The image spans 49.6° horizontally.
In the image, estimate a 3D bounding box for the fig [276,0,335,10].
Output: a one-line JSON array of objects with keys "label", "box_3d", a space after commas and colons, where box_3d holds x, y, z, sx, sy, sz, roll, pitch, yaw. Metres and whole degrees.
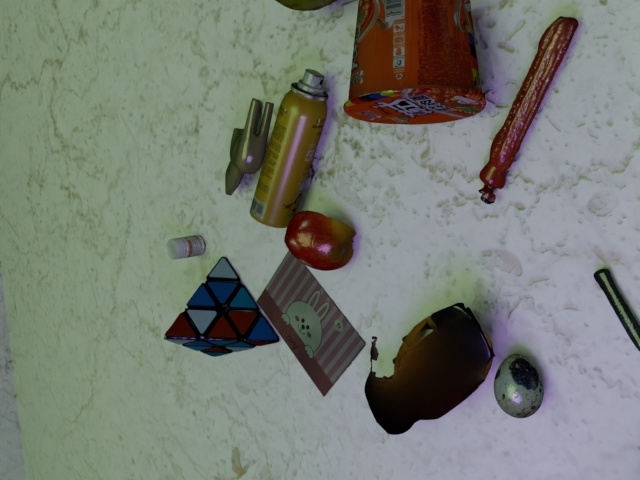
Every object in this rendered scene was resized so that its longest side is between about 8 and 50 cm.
[{"label": "fig", "box_3d": [-0.036, -0.585, 1.406, 0.314, 0.232, 0.233, -98, 17, -72]}]

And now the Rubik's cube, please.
[{"label": "Rubik's cube", "box_3d": [-0.264, 0.226, 1.686, 0.250, 0.234, 0.285, 26, 113, 38]}]

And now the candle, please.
[{"label": "candle", "box_3d": [0.341, -0.218, 1.169, 0.051, 0.048, 0.329, 31, 116, 22]}]

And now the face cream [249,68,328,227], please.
[{"label": "face cream", "box_3d": [-0.063, -0.202, 1.517, 0.105, 0.105, 0.349, 36, 119, 34]}]

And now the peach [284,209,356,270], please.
[{"label": "peach", "box_3d": [-0.001, 0.003, 1.478, 0.151, 0.118, 0.151, 21, 125, 34]}]

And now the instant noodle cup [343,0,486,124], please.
[{"label": "instant noodle cup", "box_3d": [0.162, -0.321, 1.200, 0.250, 0.250, 0.192, -2, 87, 44]}]

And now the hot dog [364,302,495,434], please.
[{"label": "hot dog", "box_3d": [0.211, 0.226, 1.312, 0.326, 0.107, 0.194, -36, 85, 41]}]

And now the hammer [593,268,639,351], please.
[{"label": "hammer", "box_3d": [0.503, 0.153, 1.082, 0.103, 0.029, 0.247, -36, 70, 41]}]

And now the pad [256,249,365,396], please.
[{"label": "pad", "box_3d": [-0.031, 0.189, 1.613, 0.300, 0.005, 0.202, 52, 128, 26]}]

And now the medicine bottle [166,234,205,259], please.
[{"label": "medicine bottle", "box_3d": [-0.359, 0.018, 1.844, 0.057, 0.089, 0.057, 9, 103, 44]}]

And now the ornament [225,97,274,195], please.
[{"label": "ornament", "box_3d": [-0.179, -0.211, 1.619, 0.230, 0.061, 0.245, -139, 61, -69]}]

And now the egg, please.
[{"label": "egg", "box_3d": [0.346, 0.254, 1.207, 0.085, 0.085, 0.110, 0, 85, 44]}]

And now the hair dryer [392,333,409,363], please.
[{"label": "hair dryer", "box_3d": [0.172, 0.229, 1.415, 0.047, 0.026, 0.083, 61, 138, 21]}]
